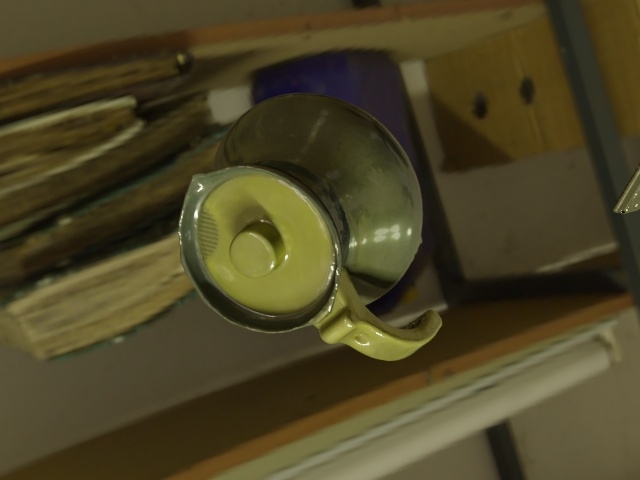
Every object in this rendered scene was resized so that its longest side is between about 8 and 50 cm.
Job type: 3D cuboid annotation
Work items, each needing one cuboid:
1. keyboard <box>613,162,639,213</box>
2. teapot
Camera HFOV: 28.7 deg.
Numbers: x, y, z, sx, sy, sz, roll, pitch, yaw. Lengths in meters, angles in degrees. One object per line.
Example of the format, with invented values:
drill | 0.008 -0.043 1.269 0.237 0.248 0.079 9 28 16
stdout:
keyboard | 0.328 -0.078 1.206 0.049 0.015 0.129 -15 141 -36
teapot | 0.000 0.000 0.694 0.130 0.166 0.119 -40 -179 33
